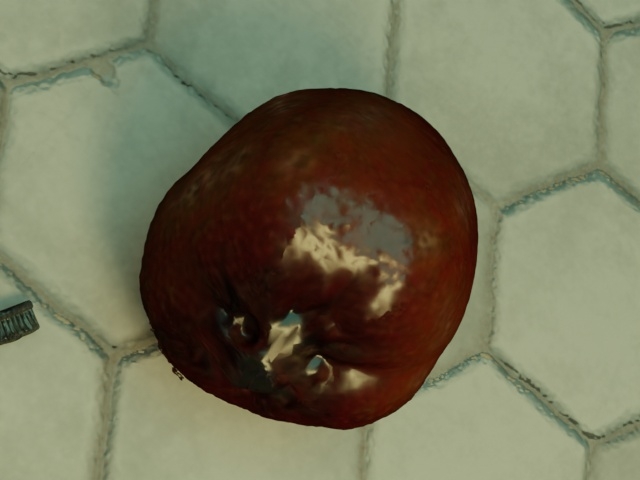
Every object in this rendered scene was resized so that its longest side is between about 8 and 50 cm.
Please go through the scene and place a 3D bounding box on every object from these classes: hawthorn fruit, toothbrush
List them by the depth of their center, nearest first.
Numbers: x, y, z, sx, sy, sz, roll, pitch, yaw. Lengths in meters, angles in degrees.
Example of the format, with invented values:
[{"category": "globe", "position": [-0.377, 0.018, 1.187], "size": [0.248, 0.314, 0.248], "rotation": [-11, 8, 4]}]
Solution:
[{"category": "toothbrush", "position": [-0.369, 0.113, 1.382], "size": [0.321, 0.023, 0.031], "rotation": [-21, 83, -30]}, {"category": "hawthorn fruit", "position": [0.004, 0.007, 1.455], "size": [0.295, 0.295, 0.311], "rotation": [47, 62, -8]}]
